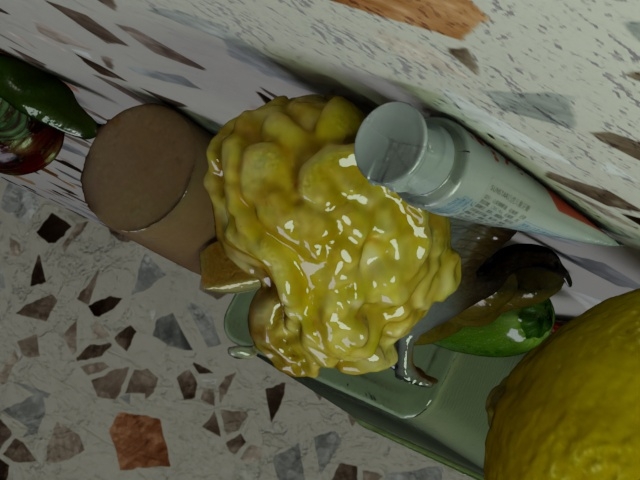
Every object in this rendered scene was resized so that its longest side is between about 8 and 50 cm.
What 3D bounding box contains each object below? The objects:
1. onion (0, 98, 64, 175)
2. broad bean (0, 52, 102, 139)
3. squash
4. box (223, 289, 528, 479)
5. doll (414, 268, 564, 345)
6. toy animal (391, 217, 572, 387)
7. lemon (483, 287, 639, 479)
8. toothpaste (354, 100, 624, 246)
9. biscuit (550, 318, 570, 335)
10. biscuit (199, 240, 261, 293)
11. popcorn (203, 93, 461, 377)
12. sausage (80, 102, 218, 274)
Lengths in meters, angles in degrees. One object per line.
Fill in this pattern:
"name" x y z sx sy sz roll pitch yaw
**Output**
"onion" -0.322 -0.124 1.934 0.117 0.119 0.118 58 -176 16
"broad bean" -0.301 -0.155 1.821 0.195 0.046 0.061 28 -172 28
"squash" 0.142 0.068 1.752 0.082 0.082 0.292 28 174 -22
"box" 0.116 0.152 2.206 0.352 0.177 0.344 22 172 40
"doll" 0.119 0.034 1.575 0.137 0.097 0.209 -20 -177 -34
"toy animal" 0.092 0.032 1.420 0.197 0.160 0.272 26 -178 -23
"lemon" 0.250 0.163 1.233 0.293 0.293 0.293 25 175 3
"toothpaste" 0.106 -0.031 1.170 0.089 0.057 0.234 22 180 37
"biscuit" 0.233 0.092 1.874 0.048 0.026 0.292 46 171 -7
"biscuit" -0.018 0.009 1.645 0.188 0.052 0.056 -14 167 27
"popcorn" 0.017 -0.006 1.213 0.163 0.194 0.140 -18 -165 -24
"sausage" -0.111 -0.034 1.733 0.123 0.123 0.253 22 176 29
